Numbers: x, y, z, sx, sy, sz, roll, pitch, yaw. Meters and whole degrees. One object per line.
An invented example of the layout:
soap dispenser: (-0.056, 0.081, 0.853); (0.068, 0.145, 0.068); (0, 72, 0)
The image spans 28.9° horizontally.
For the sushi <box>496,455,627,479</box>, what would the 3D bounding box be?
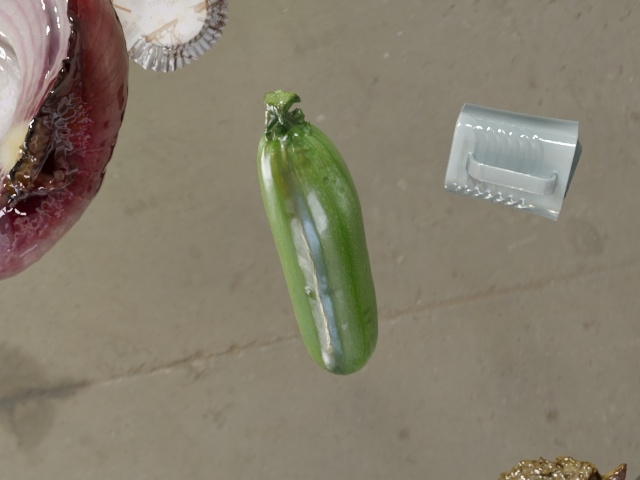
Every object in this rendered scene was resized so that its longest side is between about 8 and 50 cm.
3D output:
sushi: (0.180, 0.197, 0.968); (0.120, 0.052, 0.055); (-6, 112, 40)

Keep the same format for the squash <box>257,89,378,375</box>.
squash: (0.000, 0.000, 1.312); (0.101, 0.101, 0.379); (-1, 130, 18)

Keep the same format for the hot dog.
hot dog: (-0.159, -0.244, 1.108); (0.108, 0.059, 0.191); (-32, 89, -3)

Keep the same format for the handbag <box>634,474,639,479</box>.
handbag: (0.398, 0.272, 1.343); (0.191, 0.332, 0.075); (-49, 62, 9)

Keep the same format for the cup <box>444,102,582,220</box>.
cup: (0.196, -0.077, 1.261); (0.129, 0.128, 0.095); (12, 111, 8)

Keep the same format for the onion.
onion: (-0.225, -0.108, 0.793); (0.283, 0.120, 0.227); (42, 105, 29)
